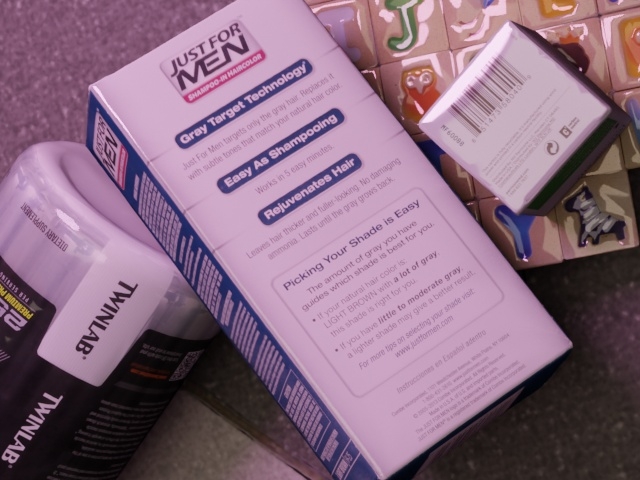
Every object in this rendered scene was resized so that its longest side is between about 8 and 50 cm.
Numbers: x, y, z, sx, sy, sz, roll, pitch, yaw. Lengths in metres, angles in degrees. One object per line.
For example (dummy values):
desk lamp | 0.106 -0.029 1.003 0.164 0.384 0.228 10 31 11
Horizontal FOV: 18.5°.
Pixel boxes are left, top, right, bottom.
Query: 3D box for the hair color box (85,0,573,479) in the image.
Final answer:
hair color box | 0.000 0.000 1.404 0.174 0.105 0.347 -33 77 -19

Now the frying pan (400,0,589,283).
frying pan | 0.112 -0.065 1.497 0.197 0.053 0.326 21 97 19

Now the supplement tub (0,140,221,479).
supplement tub | -0.228 0.107 1.551 0.207 0.207 0.338 39 105 16

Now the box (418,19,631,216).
box | 0.146 -0.085 1.398 0.102 0.087 0.101 44 103 14

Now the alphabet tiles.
alphabet tiles | 0.124 -0.148 1.458 0.285 0.011 0.342 -11 86 19
